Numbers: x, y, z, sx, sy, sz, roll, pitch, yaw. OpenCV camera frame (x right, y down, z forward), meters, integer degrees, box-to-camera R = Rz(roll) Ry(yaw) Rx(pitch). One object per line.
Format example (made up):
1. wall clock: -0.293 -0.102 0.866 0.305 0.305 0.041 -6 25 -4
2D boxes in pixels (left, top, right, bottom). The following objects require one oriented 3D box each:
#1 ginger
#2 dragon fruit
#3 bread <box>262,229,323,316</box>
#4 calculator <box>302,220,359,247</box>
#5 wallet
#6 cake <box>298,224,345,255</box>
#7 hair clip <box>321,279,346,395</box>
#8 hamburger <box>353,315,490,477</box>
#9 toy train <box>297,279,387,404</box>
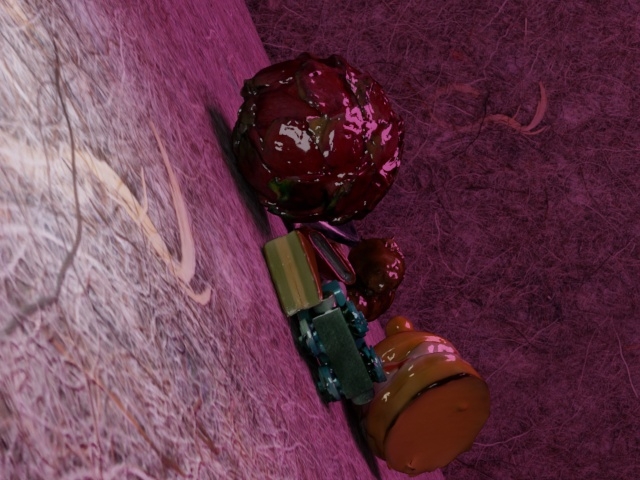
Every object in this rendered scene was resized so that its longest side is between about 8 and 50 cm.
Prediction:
1. ginger: 0.132 0.097 2.115 0.176 0.254 0.418 35 3 5
2. dragon fruit: -0.002 -0.176 1.445 0.329 0.329 0.329 -23 90 -85
3. bread: -0.035 0.065 1.321 0.139 0.074 0.084 68 8 26
4. calculator: -0.007 -0.073 1.848 0.268 0.040 0.177 30 29 -38
5. wallet: 0.006 0.031 1.749 0.142 0.045 0.204 52 -8 -9
6. cake: -0.019 0.009 2.000 0.109 0.090 0.225 65 -14 -4
7. hair clip: 0.029 0.183 1.572 0.257 0.075 0.146 -100 172 -50
8. hamburger: 0.179 0.301 1.590 0.237 0.276 0.276 49 -10 47
9. toy train: 0.029 0.171 1.343 0.163 0.112 0.203 -117 -175 -76
